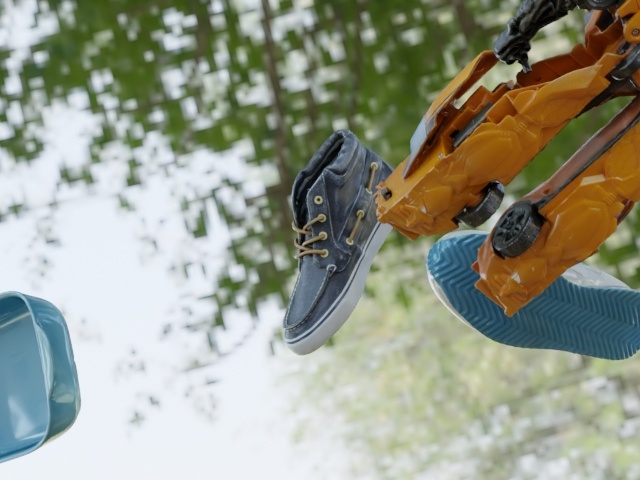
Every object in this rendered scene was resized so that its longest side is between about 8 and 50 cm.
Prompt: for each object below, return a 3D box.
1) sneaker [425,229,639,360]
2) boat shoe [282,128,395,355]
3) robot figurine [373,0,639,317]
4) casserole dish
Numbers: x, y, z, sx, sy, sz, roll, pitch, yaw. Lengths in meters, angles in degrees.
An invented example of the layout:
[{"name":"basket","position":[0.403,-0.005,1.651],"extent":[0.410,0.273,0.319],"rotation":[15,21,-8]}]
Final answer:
[{"name":"sneaker","position":[0.172,0.045,1.662],"extent":[0.229,0.087,0.092],"rotation":[20,3,-34]},{"name":"boat shoe","position":[0.000,0.000,1.596],"extent":[0.083,0.183,0.065],"rotation":[41,-27,-26]},{"name":"robot figurine","position":[0.185,-0.087,1.434],"extent":[0.211,0.085,0.291],"rotation":[36,-67,-22]},{"name":"casserole dish","position":[-0.222,0.100,1.391],"extent":[0.037,0.114,0.188],"rotation":[-6,-11,-37]}]
